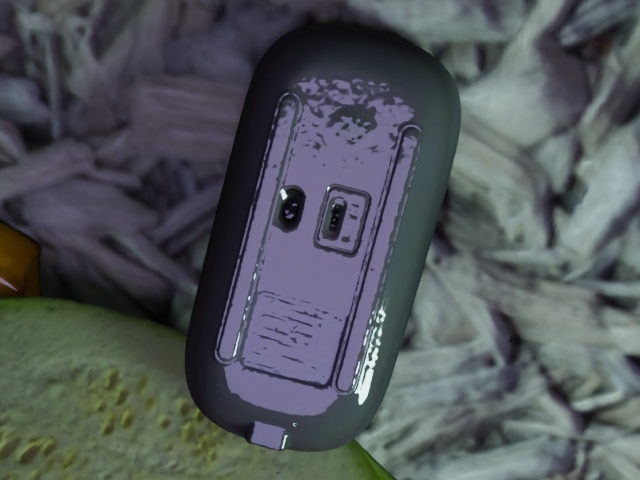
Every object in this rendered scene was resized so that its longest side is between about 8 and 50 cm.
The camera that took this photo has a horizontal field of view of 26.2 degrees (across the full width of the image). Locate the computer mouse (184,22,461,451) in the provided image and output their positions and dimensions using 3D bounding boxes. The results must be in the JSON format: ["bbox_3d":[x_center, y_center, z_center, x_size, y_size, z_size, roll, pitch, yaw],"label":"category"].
[{"bbox_3d":[0.000,-0.001,0.749,0.120,0.057,0.232,14,99,1],"label":"computer mouse"}]

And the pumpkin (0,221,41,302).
[{"bbox_3d":[-0.292,0.029,0.804,0.290,0.095,0.258,-40,107,17],"label":"pumpkin"}]

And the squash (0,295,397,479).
[{"bbox_3d":[-0.094,0.133,0.748,0.189,0.189,0.260,-34,120,22],"label":"squash"}]
